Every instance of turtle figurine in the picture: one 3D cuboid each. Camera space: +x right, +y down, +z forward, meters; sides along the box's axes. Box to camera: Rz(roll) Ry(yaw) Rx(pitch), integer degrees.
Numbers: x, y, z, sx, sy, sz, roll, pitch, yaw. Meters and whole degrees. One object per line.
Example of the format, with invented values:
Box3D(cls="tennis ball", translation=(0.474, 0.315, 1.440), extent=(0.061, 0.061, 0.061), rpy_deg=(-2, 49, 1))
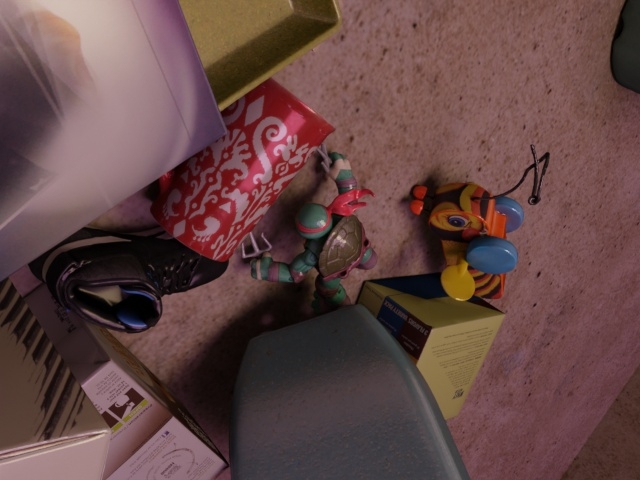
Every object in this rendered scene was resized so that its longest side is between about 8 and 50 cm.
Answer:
Box3D(cls="turtle figurine", translation=(0.000, 0.000, 0.733), extent=(0.175, 0.118, 0.234), rpy_deg=(-42, 147, -7))

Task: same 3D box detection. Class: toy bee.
Box3D(cls="toy bee", translation=(0.211, -0.031, 0.902), extent=(0.195, 0.162, 0.298), rpy_deg=(-61, 159, -52))

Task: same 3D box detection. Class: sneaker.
Box3D(cls="sneaker", translation=(-0.158, 0.042, 0.597), extent=(0.216, 0.121, 0.079), rpy_deg=(4, 115, -46))

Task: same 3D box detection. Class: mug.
Box3D(cls="mug", translation=(-0.094, -0.084, 0.606), extent=(0.169, 0.150, 0.113), rpy_deg=(-54, 177, 8))

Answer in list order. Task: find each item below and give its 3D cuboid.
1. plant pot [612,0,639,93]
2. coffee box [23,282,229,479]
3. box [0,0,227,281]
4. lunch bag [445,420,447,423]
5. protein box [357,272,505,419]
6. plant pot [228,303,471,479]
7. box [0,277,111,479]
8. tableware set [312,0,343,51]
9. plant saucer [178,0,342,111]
Box3D(cls="plant pot", translation=(0.685, -0.317, 0.991), extent=(0.341, 0.334, 0.341), rpy_deg=(-25, 134, -30))
Box3D(cls="coffee box", translation=(-0.209, 0.170, 0.625), extent=(0.098, 0.141, 0.247), rpy_deg=(-41, 138, -14))
Box3D(cls="box", translation=(-0.244, -0.123, 0.312), extent=(0.294, 0.182, 0.296), rpy_deg=(-39, 140, -20))
Box3D(cls="lunch bag", translation=(0.101, 0.385, 1.056), extent=(0.224, 0.107, 0.279), rpy_deg=(-60, 160, 14))
Box3D(cls="protein box", translation=(0.146, 0.175, 0.978), extent=(0.199, 0.136, 0.201), rpy_deg=(-2, 119, -44))
Box3D(cls="plant pot", translation=(0.026, 0.223, 0.761), extent=(0.247, 0.252, 0.248), rpy_deg=(-20, 161, 8))
Box3D(cls="box", translation=(-0.250, 0.094, 0.423), extent=(0.094, 0.275, 0.113), rpy_deg=(-1, 119, -45))
Box3D(cls="tableware set", translation=(-0.007, -0.275, 0.593), extent=(0.141, 0.020, 0.168), rpy_deg=(-55, 141, 3))
Box3D(cls="plant saucer", translation=(-0.083, -0.219, 0.500), extent=(0.188, 0.045, 0.188), rpy_deg=(-41, 127, -27))
